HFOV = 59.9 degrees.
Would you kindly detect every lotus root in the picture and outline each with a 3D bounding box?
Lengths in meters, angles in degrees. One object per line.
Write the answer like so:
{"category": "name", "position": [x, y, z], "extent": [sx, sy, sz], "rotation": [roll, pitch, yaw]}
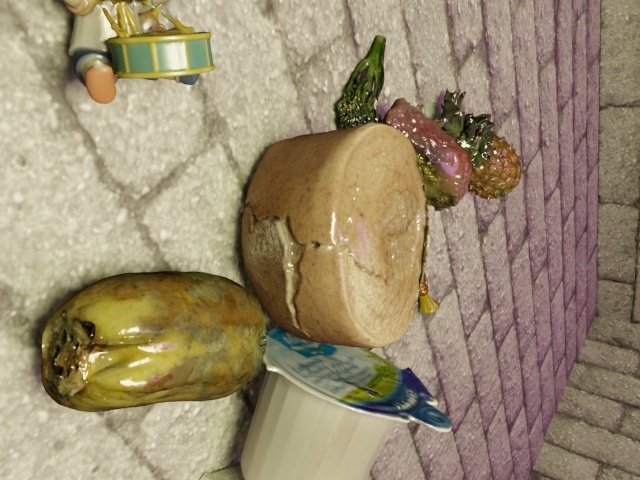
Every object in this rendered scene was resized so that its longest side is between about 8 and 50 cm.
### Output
{"category": "lotus root", "position": [-0.174, 0.111, 0.639], "extent": [0.274, 0.160, 0.152], "rotation": [14, 65, -54]}

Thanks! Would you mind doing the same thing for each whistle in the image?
{"category": "whistle", "position": [0.239, 0.110, 1.271], "extent": [0.057, 0.046, 0.109], "rotation": [-36, 122, -23]}

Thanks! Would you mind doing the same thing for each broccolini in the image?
{"category": "broccolini", "position": [0.083, -0.266, 0.938], "extent": [0.091, 0.068, 0.203], "rotation": [21, 80, -24]}

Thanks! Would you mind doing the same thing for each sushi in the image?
{"category": "sushi", "position": [0.194, -0.144, 1.006], "extent": [0.108, 0.161, 0.241], "rotation": [-63, 160, -23]}

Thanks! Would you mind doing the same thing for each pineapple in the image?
{"category": "pineapple", "position": [0.335, -0.203, 1.238], "extent": [0.170, 0.141, 0.310], "rotation": [-50, 134, 5]}

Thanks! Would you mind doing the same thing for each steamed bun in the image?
{"category": "steamed bun", "position": [0.000, 0.000, 0.751], "extent": [0.199, 0.251, 0.302], "rotation": [-4, 94, -51]}

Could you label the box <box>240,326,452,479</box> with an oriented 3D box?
{"category": "box", "position": [0.020, 0.277, 0.809], "extent": [0.262, 0.291, 0.207], "rotation": [-5, 118, -67]}

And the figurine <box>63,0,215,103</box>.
{"category": "figurine", "position": [-0.183, -0.273, 0.508], "extent": [0.161, 0.158, 0.276], "rotation": [-41, 131, -51]}

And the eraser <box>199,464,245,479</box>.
{"category": "eraser", "position": [-0.008, 0.436, 0.739], "extent": [0.096, 0.403, 0.098], "rotation": [6, 97, -52]}

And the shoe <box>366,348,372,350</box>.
{"category": "shoe", "position": [0.073, 0.054, 0.988], "extent": [0.137, 0.114, 0.291], "rotation": [27, 82, -47]}
